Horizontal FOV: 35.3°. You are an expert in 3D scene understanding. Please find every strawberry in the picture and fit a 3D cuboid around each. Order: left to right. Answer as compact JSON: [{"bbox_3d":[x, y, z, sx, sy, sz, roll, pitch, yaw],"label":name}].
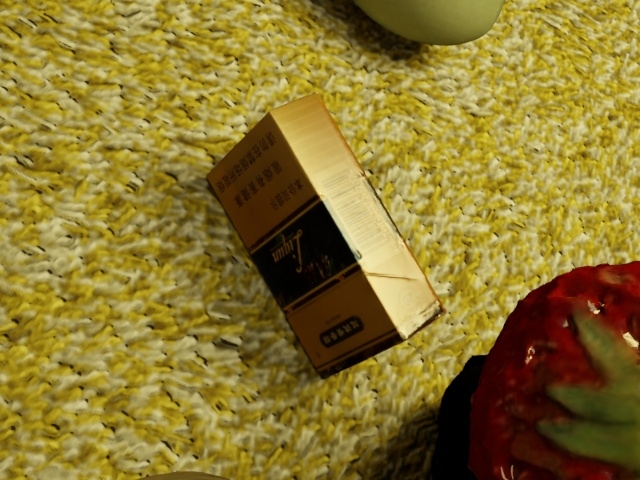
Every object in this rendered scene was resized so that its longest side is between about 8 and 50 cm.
[{"bbox_3d":[0.265,0.158,0.788,0.292,0.310,0.292,-7,64,14],"label":"strawberry"}]

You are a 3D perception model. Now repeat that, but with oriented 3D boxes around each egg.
[{"bbox_3d":[0.106,-0.330,1.119,0.186,0.186,0.253,-37,88,-34],"label":"egg"}]

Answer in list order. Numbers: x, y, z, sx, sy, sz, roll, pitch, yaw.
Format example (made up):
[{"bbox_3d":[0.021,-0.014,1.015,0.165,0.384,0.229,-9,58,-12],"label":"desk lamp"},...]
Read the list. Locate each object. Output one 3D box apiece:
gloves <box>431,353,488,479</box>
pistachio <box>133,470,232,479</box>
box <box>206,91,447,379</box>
[{"bbox_3d":[0.123,0.234,0.905,0.152,0.197,0.301,35,57,18],"label":"gloves"},{"bbox_3d":[-0.139,0.264,0.790,0.223,0.126,0.152,-27,51,-30],"label":"pistachio"},{"bbox_3d":[0.001,0.000,0.951,0.070,0.152,0.237,-25,85,-35],"label":"box"}]
